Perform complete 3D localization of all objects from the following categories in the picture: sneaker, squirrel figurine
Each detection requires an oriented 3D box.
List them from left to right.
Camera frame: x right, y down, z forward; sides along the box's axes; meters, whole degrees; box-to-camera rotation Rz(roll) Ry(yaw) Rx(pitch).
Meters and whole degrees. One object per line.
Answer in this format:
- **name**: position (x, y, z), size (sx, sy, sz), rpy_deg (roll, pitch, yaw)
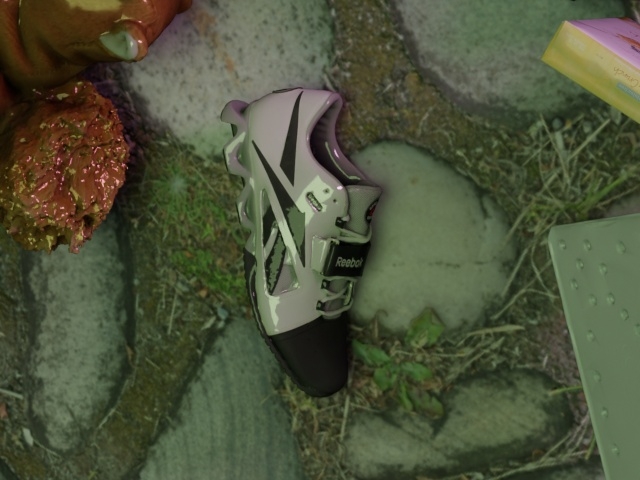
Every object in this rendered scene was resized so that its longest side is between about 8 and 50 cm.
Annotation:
- **squirrel figurine**: position (-0.317, -0.192, 1.837), size (0.370, 0.281, 0.397), rpy_deg (-8, 109, 13)
- **sneaker**: position (0.000, 0.000, 1.771), size (0.146, 0.122, 0.330), rpy_deg (-12, 93, 26)

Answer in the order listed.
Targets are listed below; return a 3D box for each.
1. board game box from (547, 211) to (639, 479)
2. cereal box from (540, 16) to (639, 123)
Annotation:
- **board game box**: position (0.379, 0.155, 1.552), size (0.390, 0.050, 0.390), rpy_deg (-10, 95, 63)
- **cereal box**: position (0.313, -0.144, 1.555), size (0.173, 0.240, 0.047), rpy_deg (35, 109, 14)
